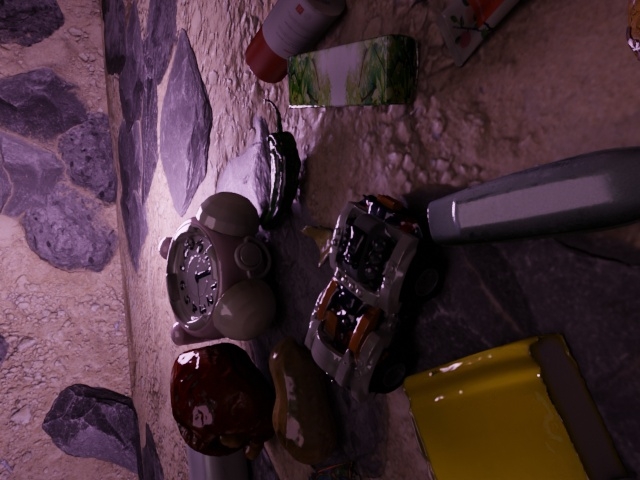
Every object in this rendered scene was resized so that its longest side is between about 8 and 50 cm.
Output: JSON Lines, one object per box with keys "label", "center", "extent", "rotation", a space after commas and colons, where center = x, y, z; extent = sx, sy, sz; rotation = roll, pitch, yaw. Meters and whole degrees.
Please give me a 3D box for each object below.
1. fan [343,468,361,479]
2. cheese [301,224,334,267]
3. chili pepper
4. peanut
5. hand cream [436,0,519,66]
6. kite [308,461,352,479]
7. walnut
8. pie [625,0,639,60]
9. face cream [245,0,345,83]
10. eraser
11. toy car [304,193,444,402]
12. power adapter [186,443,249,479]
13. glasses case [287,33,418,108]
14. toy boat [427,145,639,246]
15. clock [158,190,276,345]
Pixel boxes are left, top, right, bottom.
{"label": "fan", "center": [0.062, 0.456, 0.812], "extent": [0.056, 0.004, 0.084], "rotation": [-22, 75, 54]}
{"label": "cheese", "center": [0.000, -0.001, 0.831], "extent": [0.084, 0.041, 0.060], "rotation": [54, 143, 16]}
{"label": "chili pepper", "center": [-0.082, -0.132, 0.917], "extent": [0.122, 0.065, 0.279], "rotation": [37, 126, 43]}
{"label": "peanut", "center": [-0.043, 0.301, 0.861], "extent": [0.120, 0.110, 0.237], "rotation": [-57, 46, 52]}
{"label": "hand cream", "center": [0.215, -0.299, 0.499], "extent": [0.234, 0.050, 0.080], "rotation": [-40, 65, 56]}
{"label": "kite", "center": [0.026, 0.498, 0.857], "extent": [0.183, 0.014, 0.242], "rotation": [33, 120, 50]}
{"label": "walnut", "center": [-0.216, 0.365, 1.056], "extent": [0.221, 0.244, 0.269], "rotation": [-36, 47, 7]}
{"label": "pie", "center": [0.346, -0.191, 0.294], "extent": [0.273, 0.069, 0.274], "rotation": [16, 108, 57]}
{"label": "face cream", "center": [-0.054, -0.386, 0.828], "extent": [0.214, 0.095, 0.096], "rotation": [-25, 72, 54]}
{"label": "eraser", "center": [0.205, 0.213, 0.531], "extent": [0.226, 0.069, 0.158], "rotation": [-42, 62, 48]}
{"label": "toy car", "center": [0.066, 0.078, 0.683], "extent": [0.193, 0.117, 0.302], "rotation": [39, 123, 50]}
{"label": "power adapter", "center": [-0.286, 0.538, 1.217], "extent": [0.187, 0.124, 0.256], "rotation": [-15, 81, 54]}
{"label": "glasses case", "center": [0.039, -0.265, 0.735], "extent": [0.272, 0.062, 0.096], "rotation": [22, 119, 53]}
{"label": "toy boat", "center": [0.237, -0.041, 0.465], "extent": [0.260, 0.085, 0.078], "rotation": [-13, 82, 44]}
{"label": "clock", "center": [-0.246, 0.082, 1.083], "extent": [0.325, 0.183, 0.343], "rotation": [-29, 74, 48]}
